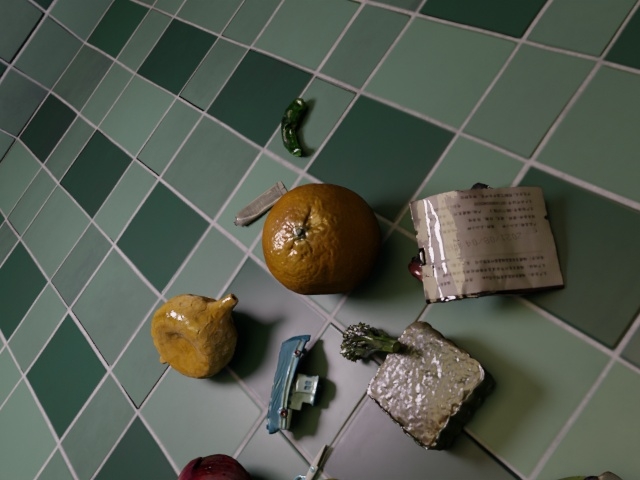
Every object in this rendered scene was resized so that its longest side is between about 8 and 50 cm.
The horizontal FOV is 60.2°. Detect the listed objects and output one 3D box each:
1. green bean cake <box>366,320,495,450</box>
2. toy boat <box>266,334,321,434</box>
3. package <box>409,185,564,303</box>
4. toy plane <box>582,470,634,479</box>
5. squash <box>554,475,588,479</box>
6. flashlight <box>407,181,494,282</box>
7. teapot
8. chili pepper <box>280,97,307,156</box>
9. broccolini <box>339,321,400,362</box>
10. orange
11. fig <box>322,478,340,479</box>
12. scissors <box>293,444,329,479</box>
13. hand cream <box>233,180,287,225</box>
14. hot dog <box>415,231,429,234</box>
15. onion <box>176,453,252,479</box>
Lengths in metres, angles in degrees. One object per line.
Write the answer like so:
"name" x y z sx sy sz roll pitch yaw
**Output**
"green bean cake" 0.201 0.265 1.004 0.173 0.094 0.181 35 89 39
"toy boat" -0.049 0.305 1.170 0.102 0.088 0.215 10 71 0
"package" 0.303 0.005 1.012 0.250 0.062 0.204 -8 78 4
"toy plane" 0.407 0.486 0.747 0.103 0.204 0.316 154 135 -76
"squash" 0.328 0.428 0.869 0.228 0.066 0.066 -28 56 18
"flashlight" 0.270 -0.009 1.089 0.093 0.093 0.232 37 91 38
"teapot" -0.288 0.213 1.315 0.203 0.167 0.311 47 131 -3
"chili pepper" -0.073 -0.295 1.465 0.073 0.050 0.182 -10 66 22
"broccolini" 0.093 0.190 1.068 0.068 0.202 0.091 47 66 -1
"orange" 0.000 0.000 1.153 0.264 0.264 0.264 -14 62 28
"fig" 0.002 0.519 1.036 0.093 0.093 0.166 48 117 38
"scissors" -0.016 0.462 1.107 0.058 0.014 0.119 26 88 37
"hand cream" -0.159 -0.091 1.446 0.165 0.037 0.057 -35 54 6
"hot dog" 0.236 -0.036 1.165 0.083 0.021 0.037 -31 66 17
"onion" -0.208 0.557 1.086 0.252 0.219 0.252 -158 90 -77
